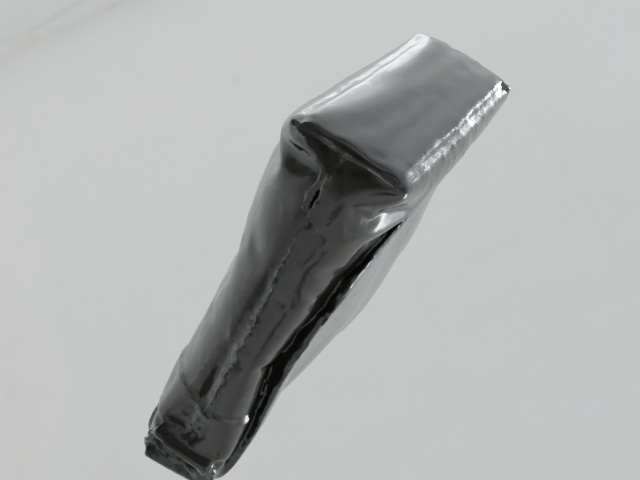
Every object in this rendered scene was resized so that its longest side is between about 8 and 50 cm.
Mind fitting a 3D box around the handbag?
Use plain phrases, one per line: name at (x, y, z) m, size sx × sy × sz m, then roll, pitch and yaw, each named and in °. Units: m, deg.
handbag at (0.000, 0.000, 0.692) m, size 0.080 × 0.223 × 0.247 m, roll 36°, pitch -151°, yaw 6°
